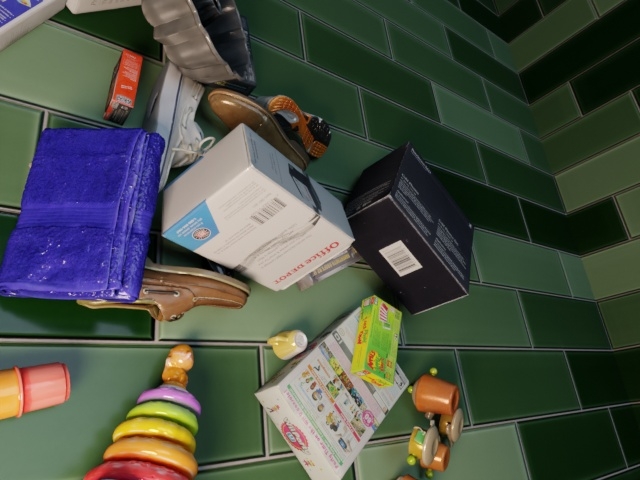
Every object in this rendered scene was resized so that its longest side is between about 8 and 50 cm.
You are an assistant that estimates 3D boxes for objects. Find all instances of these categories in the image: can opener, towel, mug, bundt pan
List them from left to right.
[{"bbox_3d":[-0.391,-0.054,0.765,0.228,0.076,0.307,2,69,1],"label":"towel"},{"bbox_3d":[-0.276,-0.487,0.985,0.331,0.124,0.330,-15,90,-78],"label":"bundt pan"},{"bbox_3d":[-0.237,0.008,0.968,0.059,0.073,0.186,-20,73,-36],"label":"can opener"},{"bbox_3d":[-0.066,0.223,0.996,0.078,0.064,0.062,-21,84,-44],"label":"mug"}]

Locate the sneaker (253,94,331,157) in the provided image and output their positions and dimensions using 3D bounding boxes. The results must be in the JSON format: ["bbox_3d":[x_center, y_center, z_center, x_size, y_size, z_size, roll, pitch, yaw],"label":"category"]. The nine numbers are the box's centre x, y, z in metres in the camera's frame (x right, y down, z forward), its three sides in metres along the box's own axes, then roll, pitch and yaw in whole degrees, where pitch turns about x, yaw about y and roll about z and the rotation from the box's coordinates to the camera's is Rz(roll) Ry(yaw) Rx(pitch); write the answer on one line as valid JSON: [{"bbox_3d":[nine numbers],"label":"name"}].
[{"bbox_3d":[-0.076,-0.314,1.242,0.262,0.121,0.099,30,89,-50],"label":"sneaker"}]

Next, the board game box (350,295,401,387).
[{"bbox_3d":[0.128,0.226,1.042,0.092,0.043,0.181,33,50,-23],"label":"board game box"}]

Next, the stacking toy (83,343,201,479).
[{"bbox_3d":[-0.261,0.302,0.757,0.166,0.175,0.301,33,37,-24],"label":"stacking toy"}]

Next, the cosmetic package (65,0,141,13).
[{"bbox_3d":[-0.426,-0.759,1.007,0.327,0.329,0.394,54,45,-5],"label":"cosmetic package"}]

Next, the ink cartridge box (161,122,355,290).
[{"bbox_3d":[-0.116,-0.047,0.916,0.307,0.223,0.128,34,31,-44],"label":"ink cartridge box"}]

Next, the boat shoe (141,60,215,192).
[{"bbox_3d":[-0.298,-0.219,0.994,0.157,0.136,0.366,25,45,-33],"label":"boat shoe"}]

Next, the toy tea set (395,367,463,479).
[{"bbox_3d":[0.240,0.474,1.119,0.336,0.125,0.199,-39,125,-47],"label":"toy tea set"}]

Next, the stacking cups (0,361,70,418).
[{"bbox_3d":[-0.508,0.227,0.607,0.317,0.096,0.095,1,68,-41],"label":"stacking cups"}]

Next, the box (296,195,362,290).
[{"bbox_3d":[0.000,0.000,1.170,0.231,0.056,0.182,-25,87,-44],"label":"box"}]

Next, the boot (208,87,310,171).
[{"bbox_3d":[-0.154,-0.236,1.118,0.305,0.112,0.115,39,59,-31],"label":"boot"}]

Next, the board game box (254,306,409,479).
[{"bbox_3d":[0.039,0.322,1.013,0.303,0.098,0.223,-34,91,-46],"label":"board game box"}]

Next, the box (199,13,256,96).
[{"bbox_3d":[-0.269,-0.503,1.197,0.184,0.059,0.232,4,67,-39],"label":"box"}]

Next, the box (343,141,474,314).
[{"bbox_3d":[0.247,-0.036,1.266,0.343,0.179,0.312,49,38,-16],"label":"box"}]

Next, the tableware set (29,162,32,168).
[{"bbox_3d":[-0.428,-0.084,0.860,0.128,0.039,0.194,-32,84,-21],"label":"tableware set"}]

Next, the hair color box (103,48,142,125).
[{"bbox_3d":[-0.415,-0.323,0.975,0.043,0.072,0.141,17,58,-34],"label":"hair color box"}]

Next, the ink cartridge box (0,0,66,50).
[{"bbox_3d":[-0.642,-0.437,0.850,0.165,0.065,0.332,39,48,-19],"label":"ink cartridge box"}]

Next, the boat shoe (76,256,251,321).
[{"bbox_3d":[-0.283,0.103,0.857,0.308,0.111,0.104,15,63,-23],"label":"boat shoe"}]
